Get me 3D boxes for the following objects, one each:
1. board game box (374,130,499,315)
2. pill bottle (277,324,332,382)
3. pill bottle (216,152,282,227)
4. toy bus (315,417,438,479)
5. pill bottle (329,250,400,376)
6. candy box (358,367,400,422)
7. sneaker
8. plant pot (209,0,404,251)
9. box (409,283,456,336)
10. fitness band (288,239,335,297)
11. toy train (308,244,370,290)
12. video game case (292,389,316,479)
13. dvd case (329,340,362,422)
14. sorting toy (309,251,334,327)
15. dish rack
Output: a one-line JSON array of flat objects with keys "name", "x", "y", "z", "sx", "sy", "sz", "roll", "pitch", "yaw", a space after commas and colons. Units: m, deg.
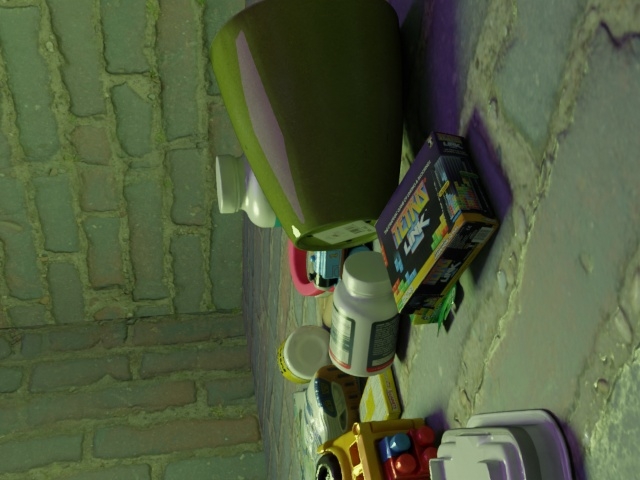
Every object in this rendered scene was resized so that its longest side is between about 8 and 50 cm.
[{"name": "board game box", "x": 0.129, "y": -0.018, "z": 0.979, "sx": 0.170, "sy": 0.048, "sz": 0.141, "roll": 119, "pitch": 148, "yaw": -43}, {"name": "pill bottle", "x": -0.036, "y": 0.263, "z": 1.898, "sx": 0.208, "sy": 0.119, "sz": 0.119, "roll": 124, "pitch": 141, "yaw": -73}, {"name": "pill bottle", "x": -0.031, "y": -0.097, "z": 1.335, "sx": 0.146, "sy": 0.264, "sz": 0.146, "roll": 176, "pitch": 90, "yaw": -80}, {"name": "toy bus", "x": 0.106, "y": 0.354, "z": 1.170, "sx": 0.211, "sy": 0.149, "sz": 0.220, "roll": 127, "pitch": 138, "yaw": -50}, {"name": "pill bottle", "x": 0.071, "y": 0.111, "z": 1.292, "sx": 0.108, "sy": 0.107, "sz": 0.180, "roll": -108, "pitch": 18, "yaw": -53}, {"name": "candy box", "x": 0.098, "y": 0.291, "z": 1.431, "sx": 0.206, "sy": 0.027, "sz": 0.105, "roll": 100, "pitch": 160, "yaw": -54}, {"name": "sneaker", "x": 0.029, "y": 0.389, "z": 1.562, "sx": 0.131, "sy": 0.111, "sz": 0.297, "roll": 126, "pitch": 145, "yaw": -54}, {"name": "plant pot", "x": 0.004, "y": -0.144, "z": 1.151, "sx": 0.275, "sy": 0.274, "sz": 0.294, "roll": 116, "pitch": 145, "yaw": -70}, {"name": "box", "x": 0.134, "y": 0.030, "z": 1.103, "sx": 0.105, "sy": 0.043, "sz": 0.179, "roll": 100, "pitch": 161, "yaw": -52}, {"name": "fitness band", "x": 0.000, "y": 0.000, "z": 1.655, "sx": 0.291, "sy": 0.054, "sz": 0.209, "roll": 141, "pitch": 124, "yaw": -64}, {"name": "toy train", "x": 0.033, "y": 0.015, "z": 1.469, "sx": 0.080, "sy": 0.105, "sz": 0.184, "roll": -109, "pitch": 18, "yaw": -55}, {"name": "video game case", "x": -0.024, "y": 0.554, "z": 2.164, "sx": 0.300, "sy": 0.036, "sz": 0.329, "roll": 131, "pitch": 134, "yaw": -75}, {"name": "dvd case", "x": 0.055, "y": 0.311, "z": 1.690, "sx": 0.180, "sy": 0.022, "sz": 0.253, "roll": 120, "pitch": 145, "yaw": -71}, {"name": "sorting toy", "x": 0.015, "y": 0.060, "z": 1.793, "sx": 0.193, "sy": 0.038, "sz": 0.208, "roll": 104, "pitch": 155, "yaw": -60}, {"name": "dish rack", "x": 0.187, "y": 0.349, "z": 0.866, "sx": 0.285, "sy": 0.072, "sz": 0.333, "roll": 123, "pitch": 143, "yaw": -74}]
